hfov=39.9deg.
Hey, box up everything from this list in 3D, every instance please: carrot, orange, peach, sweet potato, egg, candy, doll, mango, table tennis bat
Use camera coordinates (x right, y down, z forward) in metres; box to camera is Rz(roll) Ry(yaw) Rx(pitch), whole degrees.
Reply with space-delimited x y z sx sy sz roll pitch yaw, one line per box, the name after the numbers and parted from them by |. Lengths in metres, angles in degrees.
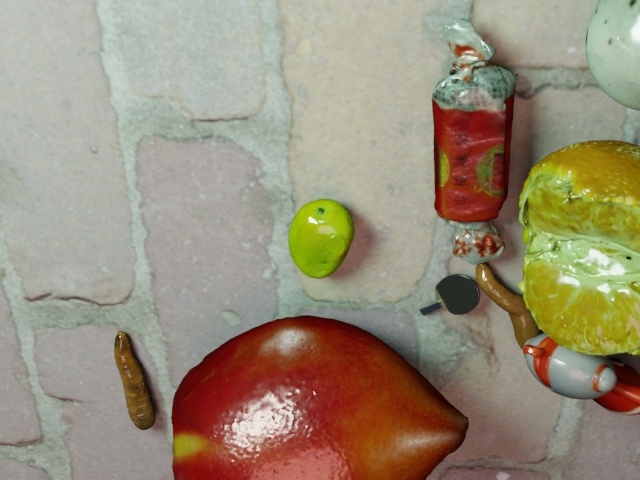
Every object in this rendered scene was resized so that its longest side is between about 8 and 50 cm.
-0.248 0.188 1.171 0.036 0.035 0.165 -2 122 7 | carrot
0.303 -0.001 0.905 0.179 0.158 0.237 20 138 39 | orange
-0.021 0.207 1.023 0.362 0.257 0.201 -14 128 18 | peach
0.240 0.092 1.059 0.044 0.044 0.179 -26 120 21 | sweet potato
0.316 -0.196 0.797 0.131 0.131 0.164 20 121 -8 | egg
0.160 -0.096 0.924 0.086 0.059 0.292 1 124 8 | candy
0.313 0.154 1.022 0.245 0.142 0.076 27 86 -35 | doll
0.000 0.000 1.005 0.074 0.056 0.108 11 128 4 | mango
0.154 0.070 1.059 0.083 0.007 0.050 -32 90 34 | table tennis bat
